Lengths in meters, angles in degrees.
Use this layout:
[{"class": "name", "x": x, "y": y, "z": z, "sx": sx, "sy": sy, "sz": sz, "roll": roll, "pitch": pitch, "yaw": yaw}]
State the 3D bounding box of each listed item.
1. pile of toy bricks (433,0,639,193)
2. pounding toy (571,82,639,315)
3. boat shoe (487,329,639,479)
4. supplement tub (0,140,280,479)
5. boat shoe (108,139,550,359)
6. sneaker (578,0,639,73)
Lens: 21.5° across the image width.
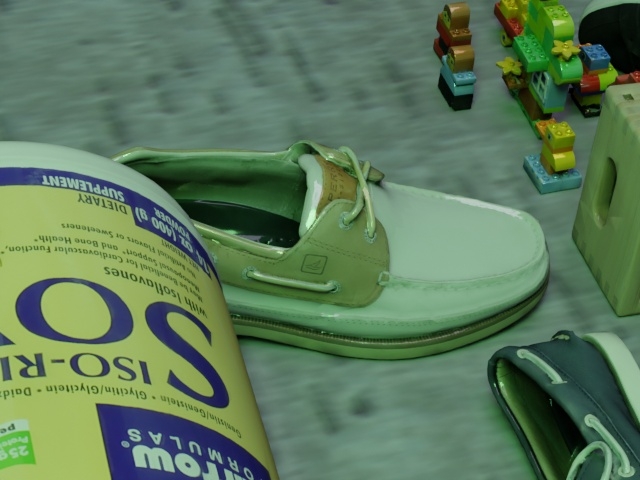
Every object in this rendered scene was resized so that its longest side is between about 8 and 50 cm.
[{"class": "pile of toy bricks", "x": 0.159, "y": -0.133, "z": 1.201, "sx": 0.118, "sy": 0.105, "sz": 0.212, "roll": -10, "pitch": 44, "yaw": -17}, {"class": "pounding toy", "x": 0.283, "y": -0.060, "z": 1.076, "sx": 0.206, "sy": 0.181, "sz": 0.094, "roll": -7, "pitch": 43, "yaw": -15}, {"class": "boat shoe", "x": 0.155, "y": 0.139, "z": 0.903, "sx": 0.079, "sy": 0.095, "sz": 0.254, "roll": -3, "pitch": 41, "yaw": -12}, {"class": "supplement tub", "x": -0.133, "y": 0.140, "z": 0.760, "sx": 0.241, "sy": 0.241, "sz": 0.331, "roll": -7, "pitch": 43, "yaw": -14}, {"class": "boat shoe", "x": 0.000, "y": 0.000, "z": 1.034, "sx": 0.302, "sy": 0.103, "sz": 0.113, "roll": -2, "pitch": 42, "yaw": -9}, {"class": "sneaker", "x": 0.262, "y": -0.108, "z": 1.208, "sx": 0.217, "sy": 0.079, "sz": 0.121, "roll": 16, "pitch": 63, "yaw": 35}]
